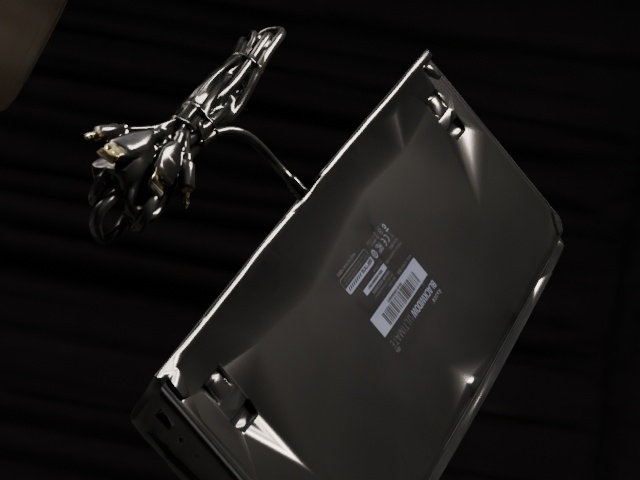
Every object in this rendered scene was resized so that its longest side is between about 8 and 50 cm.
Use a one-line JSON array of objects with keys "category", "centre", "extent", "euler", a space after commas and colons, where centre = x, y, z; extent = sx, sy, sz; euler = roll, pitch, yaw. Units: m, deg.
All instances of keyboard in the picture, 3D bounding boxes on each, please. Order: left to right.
[{"category": "keyboard", "centre": [0.000, 0.000, 0.852], "extent": [0.033, 0.201, 0.317], "euler": [-34, -170, 34]}]

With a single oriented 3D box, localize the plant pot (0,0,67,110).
[{"category": "plant pot", "centre": [-0.266, -0.280, 1.249], "extent": [0.323, 0.280, 0.323], "euler": [-158, -90, -77]}]
